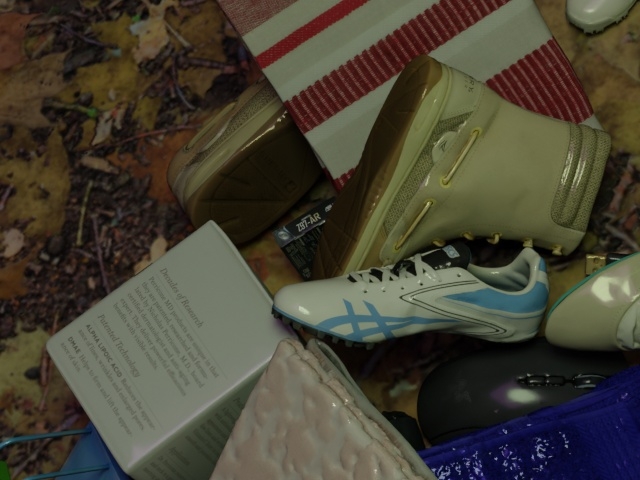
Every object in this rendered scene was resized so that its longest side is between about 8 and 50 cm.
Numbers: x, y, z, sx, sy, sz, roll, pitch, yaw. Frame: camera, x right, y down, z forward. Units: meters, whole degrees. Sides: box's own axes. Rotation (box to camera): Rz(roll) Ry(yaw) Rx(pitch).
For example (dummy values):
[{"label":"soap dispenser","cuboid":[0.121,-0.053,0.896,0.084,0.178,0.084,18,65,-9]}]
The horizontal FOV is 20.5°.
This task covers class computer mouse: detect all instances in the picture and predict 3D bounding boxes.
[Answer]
[{"label":"computer mouse","cuboid":[0.208,0.091,1.506,0.262,0.060,0.184,-1,67,16]}]

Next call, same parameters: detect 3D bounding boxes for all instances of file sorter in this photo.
[{"label":"file sorter","cuboid":[-0.218,0.260,1.506,0.170,0.104,0.118,58,133,30]}]

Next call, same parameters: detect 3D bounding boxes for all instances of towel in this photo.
[{"label":"towel","cuboid":[0.221,0.207,1.354,0.308,0.076,0.228,-20,54,-9]},{"label":"towel","cuboid":[0.081,-0.157,1.555,0.237,0.329,0.037,-33,17,1]},{"label":"towel","cuboid":[0.006,0.289,1.367,0.332,0.053,0.317,47,121,42]}]

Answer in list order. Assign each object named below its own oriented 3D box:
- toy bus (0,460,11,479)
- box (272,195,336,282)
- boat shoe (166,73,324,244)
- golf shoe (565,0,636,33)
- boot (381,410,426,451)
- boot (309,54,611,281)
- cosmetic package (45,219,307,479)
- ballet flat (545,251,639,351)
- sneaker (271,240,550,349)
[{"label":"toy bus","cuboid":[-0.350,0.285,1.562,0.202,0.191,0.104,55,129,27]},{"label":"box","cuboid":[0.000,0.000,1.598,0.067,0.083,0.018,-31,61,3]},{"label":"boat shoe","cuboid":[0.000,-0.141,1.641,0.341,0.122,0.110,-37,40,-2]},{"label":"golf shoe","cuboid":[0.279,-0.277,1.637,0.069,0.086,0.176,29,79,24]},{"label":"boot","cuboid":[0.100,0.230,1.457,0.246,0.094,0.207,-24,64,10]},{"label":"boot","cuboid":[0.117,-0.011,1.534,0.262,0.203,0.095,-65,21,16]},{"label":"cosmetic package","cuboid":[-0.106,0.114,1.541,0.183,0.151,0.151,-37,61,-2]},{"label":"ballet flat","cuboid":[0.304,0.038,1.437,0.248,0.086,0.086,-27,61,-5]},{"label":"sneaker","cuboid":[0.075,0.041,1.456,0.237,0.085,0.086,-1,107,-16]}]
